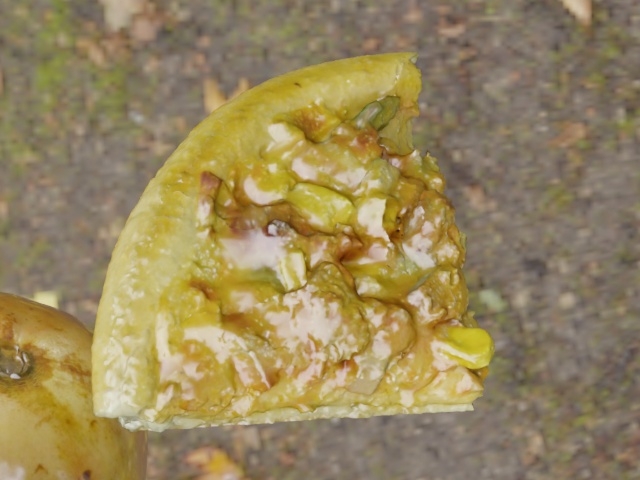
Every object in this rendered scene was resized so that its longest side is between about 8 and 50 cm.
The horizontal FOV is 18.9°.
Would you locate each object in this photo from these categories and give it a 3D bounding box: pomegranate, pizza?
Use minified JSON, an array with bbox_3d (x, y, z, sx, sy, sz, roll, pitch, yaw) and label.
[{"bbox_3d":[-0.249,0.173,1.401,0.270,0.252,0.229,108,149,-47],"label":"pomegranate"},{"bbox_3d":[-0.033,-0.008,1.235,0.087,0.268,0.258,115,145,-55],"label":"pizza"}]
